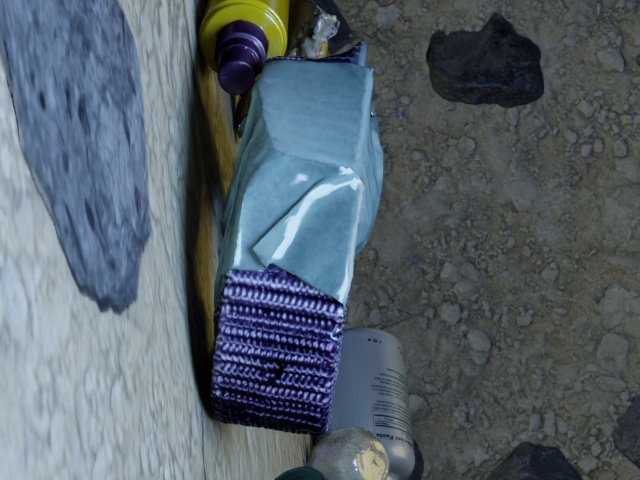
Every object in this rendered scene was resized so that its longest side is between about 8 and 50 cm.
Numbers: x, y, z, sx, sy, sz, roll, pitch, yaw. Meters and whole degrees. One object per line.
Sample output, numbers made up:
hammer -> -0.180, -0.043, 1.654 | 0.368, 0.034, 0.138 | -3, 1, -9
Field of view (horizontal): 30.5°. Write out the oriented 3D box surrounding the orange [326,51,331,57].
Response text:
orange -> -0.034, -0.205, 1.513 | 0.170, 0.112, 0.160 | -33, 118, -74

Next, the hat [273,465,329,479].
hat -> -0.044, 0.228, 0.782 | 0.138, 0.078, 0.190 | -80, -176, -50

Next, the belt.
belt -> -0.019, 0.001, 0.935 | 0.260, 0.122, 0.324 | 96, 4, -45

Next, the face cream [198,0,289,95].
face cream -> -0.067, -0.195, 1.058 | 0.273, 0.078, 0.078 | -91, 174, -61

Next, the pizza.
pizza -> -0.026, -0.193, 1.189 | 0.195, 0.052, 0.185 | -22, -125, 64

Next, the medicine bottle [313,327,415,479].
medicine bottle -> 0.066, 0.295, 1.859 | 0.157, 0.157, 0.288 | 79, 6, -57

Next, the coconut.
coconut -> 0.035, 0.325, 1.683 | 0.110, 0.124, 0.110 | 18, 64, -40
